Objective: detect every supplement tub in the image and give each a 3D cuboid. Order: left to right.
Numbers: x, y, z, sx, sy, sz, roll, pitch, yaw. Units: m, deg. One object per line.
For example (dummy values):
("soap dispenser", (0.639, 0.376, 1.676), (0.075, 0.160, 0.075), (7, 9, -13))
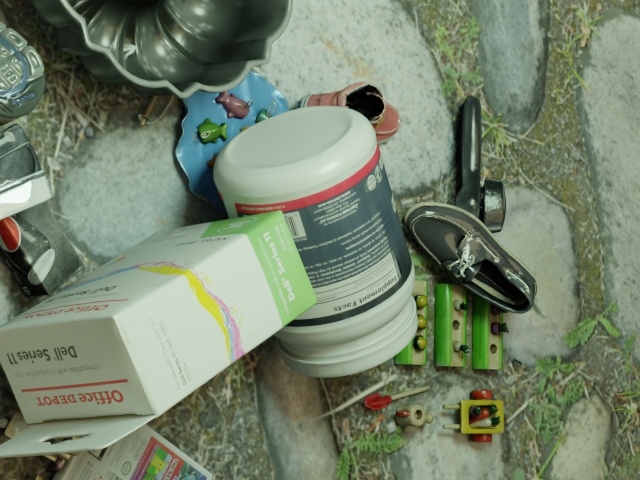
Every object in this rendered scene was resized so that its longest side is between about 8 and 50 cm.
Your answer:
("supplement tub", (0.000, 0.000, 2.105), (0.191, 0.191, 0.272), (-37, 123, -34))

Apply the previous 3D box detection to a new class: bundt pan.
("bundt pan", (-0.194, -0.311, 2.036), (0.331, 0.124, 0.331), (6, 80, -38))

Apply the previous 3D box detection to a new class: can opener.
("can opener", (0.198, -0.096, 2.382), (0.073, 0.059, 0.186), (0, 76, -12))

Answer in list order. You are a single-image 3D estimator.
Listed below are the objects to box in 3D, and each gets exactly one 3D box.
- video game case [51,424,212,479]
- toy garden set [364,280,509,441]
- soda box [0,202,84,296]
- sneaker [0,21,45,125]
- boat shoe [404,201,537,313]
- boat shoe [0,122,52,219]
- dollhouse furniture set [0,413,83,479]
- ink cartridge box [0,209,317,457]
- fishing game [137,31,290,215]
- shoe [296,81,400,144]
("video game case", (-0.226, 0.302, 2.024), (0.183, 0.023, 0.201), (42, 62, -33))
("toy garden set", (0.151, 0.154, 2.324), (0.244, 0.049, 0.204), (6, 83, -38))
("soda box", (-0.326, -0.023, 1.958), (0.060, 0.053, 0.169), (-42, 111, -33))
("sneaker", (-0.418, -0.220, 1.870), (0.297, 0.129, 0.111), (48, 60, -4))
("boat shoe", (0.195, 0.024, 2.329), (0.206, 0.075, 0.065), (35, 23, -18))
("boat shoe", (-0.414, -0.035, 1.820), (0.301, 0.108, 0.102), (-25, 99, -27))
("dollhouse furniture set", (-0.319, 0.242, 1.934), (0.081, 0.091, 0.114), (33, 69, -15))
("ink cartridge box", (-0.195, 0.096, 1.919), (0.353, 0.207, 0.119), (-34, 109, -47))
("fishing game", (-0.093, -0.118, 2.160), (0.264, 0.041, 0.189), (39, 61, -29))
("shoe", (0.058, -0.155, 2.243), (0.178, 0.081, 0.063), (3, 81, -48))
